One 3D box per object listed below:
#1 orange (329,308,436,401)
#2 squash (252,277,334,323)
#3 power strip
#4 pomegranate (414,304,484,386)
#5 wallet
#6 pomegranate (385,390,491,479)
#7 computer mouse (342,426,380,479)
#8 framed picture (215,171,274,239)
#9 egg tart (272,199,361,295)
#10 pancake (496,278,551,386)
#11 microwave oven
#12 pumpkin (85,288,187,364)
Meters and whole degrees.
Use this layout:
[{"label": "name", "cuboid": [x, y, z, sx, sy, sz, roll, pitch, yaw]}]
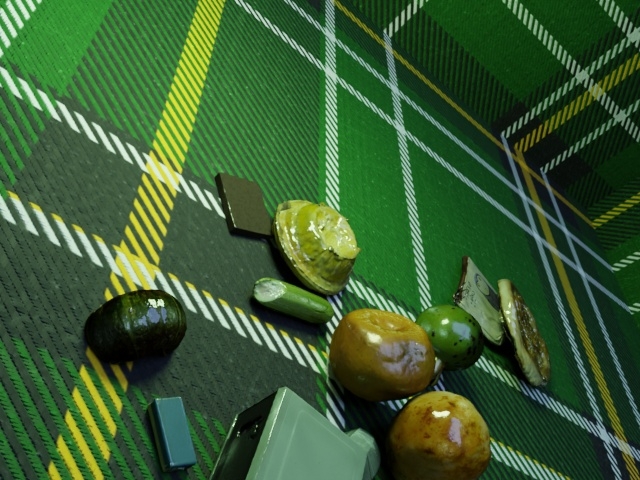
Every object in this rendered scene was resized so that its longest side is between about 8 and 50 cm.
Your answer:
[{"label": "orange", "cuboid": [0.137, 0.275, 1.436, 0.249, 0.183, 0.249, 13, 16, -4]}, {"label": "squash", "cuboid": [-0.060, 0.141, 1.449, 0.239, 0.069, 0.069, 24, 41, -36]}, {"label": "power strip", "cuboid": [-0.251, 0.328, 1.061, 0.056, 0.032, 0.123, 8, 53, -47]}, {"label": "pomegranate", "cuboid": [0.336, 0.287, 1.708, 0.202, 0.202, 0.248, 42, 64, -14]}, {"label": "wallet", "cuboid": [0.547, 0.204, 2.122, 0.275, 0.068, 0.335, 53, 29, -11]}, {"label": "pomegranate", "cuboid": [0.258, 0.448, 1.381, 0.248, 0.248, 0.248, 32, 37, -28]}, {"label": "computer mouse", "cuboid": [0.061, 0.460, 1.279, 0.126, 0.071, 0.231, 54, 33, 5]}, {"label": "framed picture", "cuboid": [-0.188, -0.085, 1.556, 0.128, 0.023, 0.168, 13, 49, -45]}, {"label": "egg tart", "cuboid": [0.000, 0.000, 1.608, 0.290, 0.115, 0.290, 36, 34, -30]}, {"label": "pancake", "cuboid": [0.684, 0.316, 2.104, 0.382, 0.071, 0.382, 45, 33, -40]}, {"label": "microwave oven", "cuboid": [-0.076, 0.439, 1.030, 0.237, 0.181, 0.295, 43, 33, -16]}, {"label": "pumpkin", "cuboid": [-0.309, 0.145, 1.110, 0.183, 0.107, 0.119, -5, 68, -51]}]
